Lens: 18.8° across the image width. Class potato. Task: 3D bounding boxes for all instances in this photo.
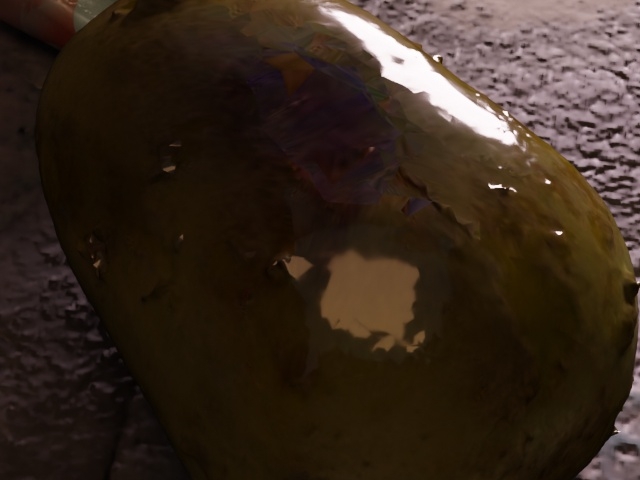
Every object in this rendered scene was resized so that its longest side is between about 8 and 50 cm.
[{"bbox_3d":[0.000,0.000,0.800,0.210,0.173,0.307,-30,58,-20],"label":"potato"}]

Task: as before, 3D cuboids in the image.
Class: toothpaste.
[{"bbox_3d":[-0.109,-0.105,0.985,0.205,0.036,0.056,28,56,18],"label":"toothpaste"}]
